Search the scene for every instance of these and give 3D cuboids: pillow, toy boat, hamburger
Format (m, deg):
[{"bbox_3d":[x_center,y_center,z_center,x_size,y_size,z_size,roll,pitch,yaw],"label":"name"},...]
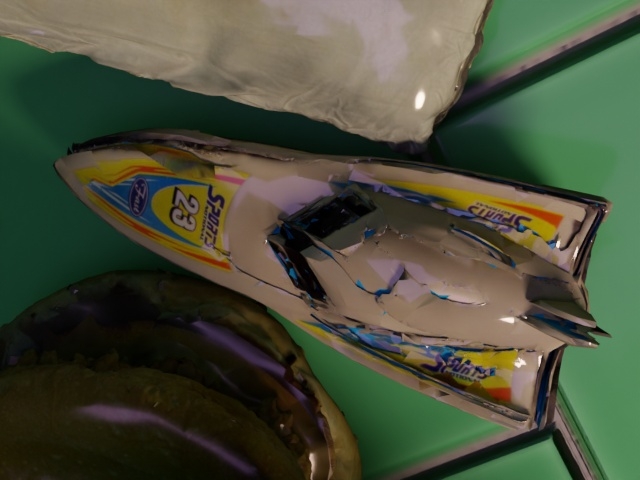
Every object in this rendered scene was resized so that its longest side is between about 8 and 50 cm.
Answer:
[{"bbox_3d":[-0.048,-0.114,0.427,0.229,0.051,0.128,15,101,10],"label":"pillow"},{"bbox_3d":[0.000,0.000,0.437,0.210,0.066,0.084,15,107,11],"label":"toy boat"},{"bbox_3d":[-0.065,0.109,0.468,0.177,0.113,0.185,-34,103,15],"label":"hamburger"}]
